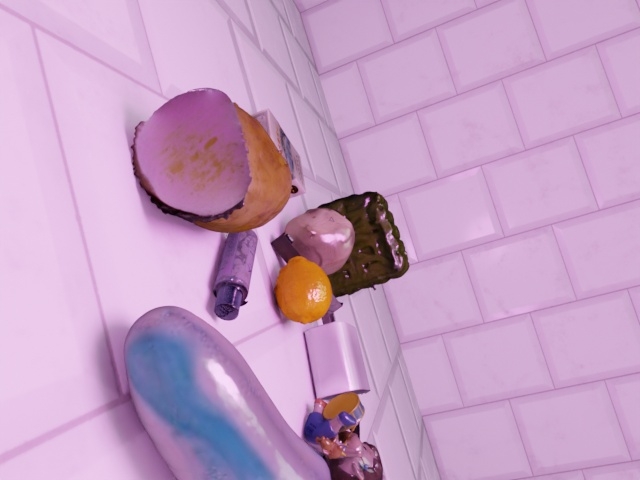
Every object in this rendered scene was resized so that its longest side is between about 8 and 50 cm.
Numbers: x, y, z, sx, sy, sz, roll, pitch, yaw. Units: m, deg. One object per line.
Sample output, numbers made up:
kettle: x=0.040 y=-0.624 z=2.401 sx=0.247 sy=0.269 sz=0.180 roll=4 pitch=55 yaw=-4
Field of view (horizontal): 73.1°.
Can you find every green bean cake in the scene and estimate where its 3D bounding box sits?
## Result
green bean cake: x=0.108 y=0.021 z=1.455 sx=0.218 sy=0.319 sz=0.335 roll=19 pitch=51 yaw=-70

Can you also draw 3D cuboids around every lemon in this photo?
lemon: x=-0.044 y=0.124 z=1.085 sx=0.142 sy=0.142 sz=0.187 roll=52 pitch=22 yaw=-55

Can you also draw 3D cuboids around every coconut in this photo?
coconut: x=0.000 y=0.000 z=1.270 sx=0.224 sy=0.224 sz=0.224 roll=-18 pitch=90 yaw=-76

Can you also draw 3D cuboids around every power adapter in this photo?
power adapter: x=0.044 y=0.312 z=1.223 sx=0.187 sy=0.124 sz=0.255 roll=46 pitch=29 yaw=-62

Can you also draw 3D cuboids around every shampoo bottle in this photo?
shampoo bottle: x=-0.165 y=0.060 z=0.839 sx=0.214 sy=0.072 sz=0.072 roll=-90 pitch=158 yaw=-51

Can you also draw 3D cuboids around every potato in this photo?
potato: x=-0.159 y=-0.108 z=0.774 sx=0.266 sy=0.229 sz=0.229 roll=33 pitch=42 yaw=-73

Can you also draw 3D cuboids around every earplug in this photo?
earplug: x=-0.137 y=0.226 z=0.563 sx=0.324 sy=0.185 sz=0.185 roll=63 pitch=15 yaw=-12

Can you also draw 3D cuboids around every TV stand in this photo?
TV stand: x=-0.035 y=0.089 z=1.183 sx=0.256 sy=0.049 sz=0.040 roll=51 pitch=16 yaw=-4

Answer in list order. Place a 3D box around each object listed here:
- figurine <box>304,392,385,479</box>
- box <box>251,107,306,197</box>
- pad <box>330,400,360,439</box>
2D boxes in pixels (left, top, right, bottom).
figurine: x=0.071 y=0.506 z=1.021 sx=0.161 sy=0.158 sz=0.276 roll=2 pitch=-63 yaw=62
box: x=-0.131 y=-0.270 z=1.376 sx=0.256 sy=0.069 sz=0.164 roll=50 pitch=26 yaw=-58
pad: x=0.080 y=0.510 z=1.371 sx=0.160 sy=0.009 sz=0.265 roll=-86 pitch=154 yaw=-51
